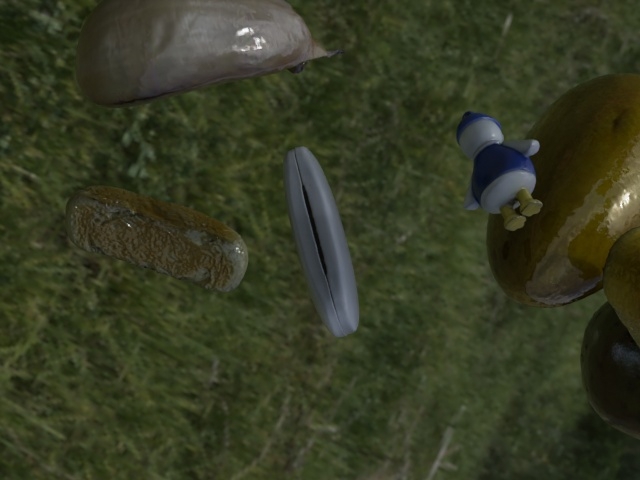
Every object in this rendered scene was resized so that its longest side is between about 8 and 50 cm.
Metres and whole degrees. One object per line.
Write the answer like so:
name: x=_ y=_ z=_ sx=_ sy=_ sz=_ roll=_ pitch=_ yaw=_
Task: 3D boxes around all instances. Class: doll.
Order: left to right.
doll: x=0.166 y=-0.075 z=1.132 sx=0.057 sy=0.143 sz=0.099 roll=18 pitch=127 yaw=-40

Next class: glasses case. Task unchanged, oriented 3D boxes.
glasses case: x=0.000 y=0.000 z=1.168 sx=0.076 sy=0.049 sz=0.197 roll=61 pitch=14 yaw=-71

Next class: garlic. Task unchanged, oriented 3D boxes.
garlic: x=-0.136 y=-0.246 z=1.435 sx=0.196 sy=0.338 sz=0.151 roll=105 pitch=-26 yaw=-84

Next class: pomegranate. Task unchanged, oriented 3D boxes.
pomegranate: x=0.541 y=0.155 z=1.790 sx=0.291 sy=0.290 sz=0.323 roll=42 pitch=59 yaw=-66

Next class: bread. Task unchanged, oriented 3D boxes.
bread: x=0.374 y=0.076 z=1.243 sx=0.102 sy=0.094 sz=0.245 roll=-52 pitch=139 yaw=-7

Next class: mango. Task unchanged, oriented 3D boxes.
mango: x=0.327 y=-0.056 z=1.470 sx=0.445 sy=0.220 sz=0.301 roll=-38 pitch=172 yaw=-49

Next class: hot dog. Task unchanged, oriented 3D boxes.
hot dog: x=-0.205 y=-0.009 z=1.505 sx=0.073 sy=0.242 sz=0.084 roll=-69 pitch=174 yaw=-55
